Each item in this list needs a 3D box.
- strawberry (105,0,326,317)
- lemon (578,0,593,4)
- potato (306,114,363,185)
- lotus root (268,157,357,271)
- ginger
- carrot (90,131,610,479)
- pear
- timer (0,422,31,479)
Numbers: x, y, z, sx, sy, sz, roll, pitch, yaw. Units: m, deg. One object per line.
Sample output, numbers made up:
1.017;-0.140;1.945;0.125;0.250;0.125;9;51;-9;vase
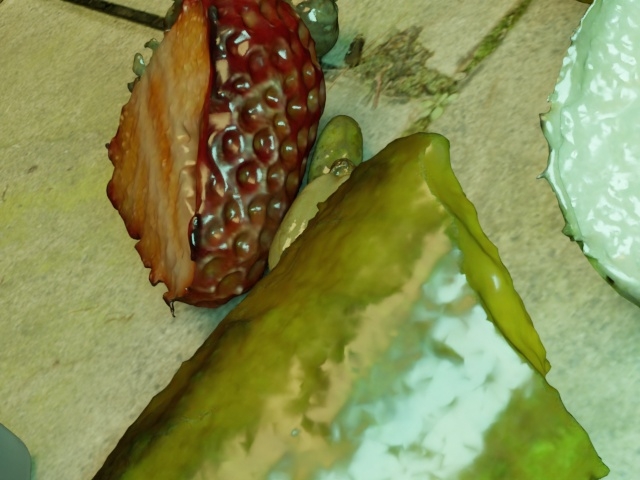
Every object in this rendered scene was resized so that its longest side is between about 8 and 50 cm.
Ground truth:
-0.072;-0.093;1.158;0.253;0.150;0.280;-67;32;24;strawberry
0.257;-0.306;1.006;0.267;0.267;0.267;-25;38;21;lemon
0.016;-0.070;1.143;0.046;0.045;0.092;11;53;9;potato
0.000;0.000;1.065;0.073;0.062;0.150;12;58;22;lotus root
-0.067;-0.185;1.310;0.204;0.080;0.104;-31;14;15;ginger
0.016;0.140;0.741;0.341;0.241;0.241;-49;36;-8;carrot
0.248;-0.082;0.840;0.267;0.267;0.178;-39;11;1;pear
-0.363;0.224;1.038;0.195;0.192;0.194;-31;36;13;timer
